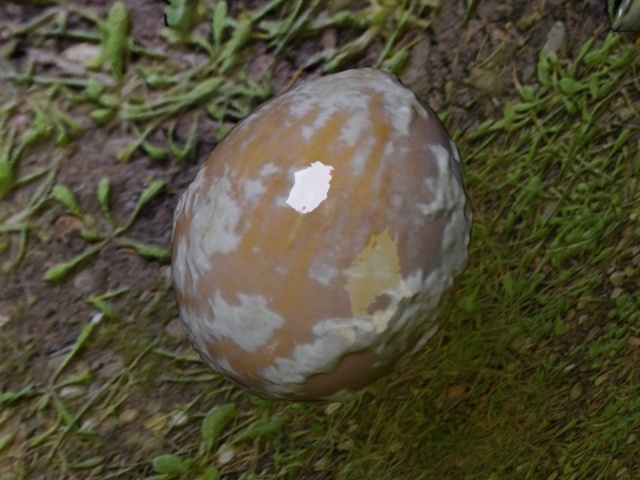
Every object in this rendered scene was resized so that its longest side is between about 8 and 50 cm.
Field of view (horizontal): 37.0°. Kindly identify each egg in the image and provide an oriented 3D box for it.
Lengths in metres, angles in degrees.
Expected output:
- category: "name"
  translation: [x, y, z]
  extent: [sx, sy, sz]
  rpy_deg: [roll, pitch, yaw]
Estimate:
- category: "egg"
  translation: [0.000, 0.000, 0.654]
  extent: [0.203, 0.203, 0.245]
  rpy_deg: [4, 123, -40]

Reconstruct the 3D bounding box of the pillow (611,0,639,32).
- category: "pillow"
  translation: [0.357, -0.267, 0.816]
  extent: [0.212, 0.052, 0.208]
  rpy_deg: [-4, 123, -38]
